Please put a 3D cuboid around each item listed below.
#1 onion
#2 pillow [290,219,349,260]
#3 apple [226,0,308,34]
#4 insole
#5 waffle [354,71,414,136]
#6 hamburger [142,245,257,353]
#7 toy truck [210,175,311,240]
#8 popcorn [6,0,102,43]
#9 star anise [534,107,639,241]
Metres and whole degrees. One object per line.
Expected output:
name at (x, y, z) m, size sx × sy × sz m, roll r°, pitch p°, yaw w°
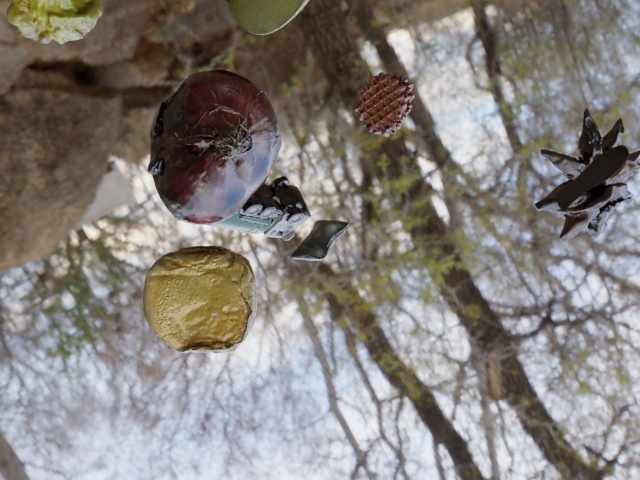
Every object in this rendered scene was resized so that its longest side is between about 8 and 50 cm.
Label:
onion at (-0.186, -0.151, 1.717) m, size 0.281 × 0.221 × 0.281 m, roll -50°, pitch -152°, yaw 39°
pillow at (0.000, -0.002, 2.203) m, size 0.091 × 0.055 × 0.136 m, roll 25°, pitch -133°, yaw 19°
apple at (-0.138, -0.641, 2.094) m, size 0.311 × 0.360 × 0.320 m, roll 9°, pitch -129°, yaw -15°
insole at (0.390, -0.091, 1.429) m, size 0.135 × 0.002 × 0.045 m, roll -44°, pitch -138°, yaw 36°
waffle at (0.083, -0.176, 1.270) m, size 0.075 × 0.083 × 0.029 m, roll 28°, pitch -166°, yaw 34°
hamburger at (-0.215, 0.105, 1.780) m, size 0.213 × 0.214 × 0.108 m, roll -25°, pitch 179°, yaw 3°
toy truck at (-0.136, -0.067, 2.000) m, size 0.125 × 0.101 × 0.242 m, roll -41°, pitch 151°, yaw 28°
popcorn at (-0.545, -0.497, 2.052) m, size 0.155 × 0.198 × 0.197 m, roll -7°, pitch -150°, yaw 33°
star anise at (0.523, -0.111, 1.868) m, size 0.272 × 0.272 × 0.102 m, roll -32°, pitch -149°, yaw -13°
